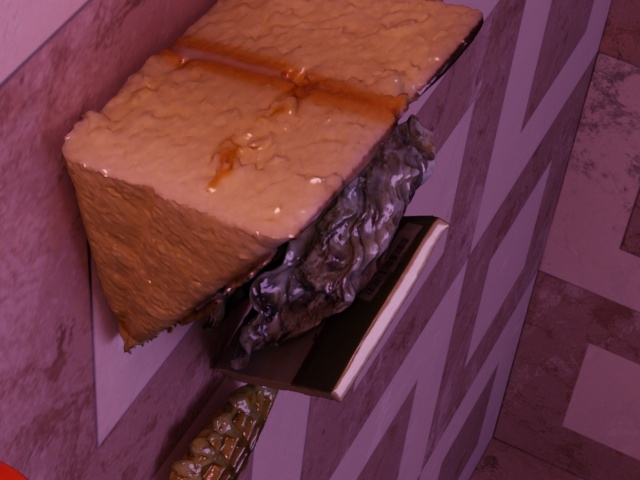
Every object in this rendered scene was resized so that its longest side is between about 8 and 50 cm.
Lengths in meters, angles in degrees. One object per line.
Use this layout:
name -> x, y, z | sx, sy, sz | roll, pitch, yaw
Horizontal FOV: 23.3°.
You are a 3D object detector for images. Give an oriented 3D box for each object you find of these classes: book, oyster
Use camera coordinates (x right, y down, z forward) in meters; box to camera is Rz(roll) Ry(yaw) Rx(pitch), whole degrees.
book -> 0.002, 0.060, 1.521 | 0.201, 0.026, 0.289 | -59, -159, -13
oyster -> 0.000, 0.000, 1.446 | 0.268, 0.112, 0.198 | -46, -174, 16

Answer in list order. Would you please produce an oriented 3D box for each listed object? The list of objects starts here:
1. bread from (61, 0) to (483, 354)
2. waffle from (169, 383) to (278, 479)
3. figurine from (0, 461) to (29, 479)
bread -> -0.032, -0.030, 1.259 | 0.346, 0.242, 0.405 | -54, 157, -33
waffle -> -0.118, 0.248, 1.668 | 0.208, 0.054, 0.214 | -46, 161, -60
figurine -> -0.237, 0.272, 1.089 | 0.208, 0.181, 0.257 | -37, 154, -1
